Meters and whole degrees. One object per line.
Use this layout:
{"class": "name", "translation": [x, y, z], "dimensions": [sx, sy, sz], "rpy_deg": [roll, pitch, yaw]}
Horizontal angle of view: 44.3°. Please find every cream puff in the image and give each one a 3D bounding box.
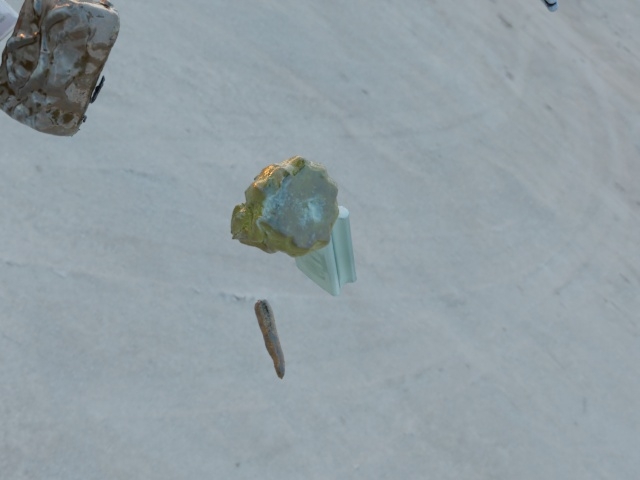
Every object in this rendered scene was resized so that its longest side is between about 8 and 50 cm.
{"class": "cream puff", "translation": [-0.053, -0.042, 1.084], "dimensions": [0.146, 0.116, 0.146], "rpy_deg": [2, 87, -40]}

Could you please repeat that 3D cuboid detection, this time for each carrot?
{"class": "carrot", "translation": [-0.097, 0.193, 1.550], "dimensions": [0.036, 0.036, 0.165], "rpy_deg": [-1, 71, -53]}

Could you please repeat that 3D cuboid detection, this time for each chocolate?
{"class": "chocolate", "translation": [-0.394, -0.271, 1.153], "dimensions": [0.148, 0.214, 0.093], "rpy_deg": [28, 11, 27]}

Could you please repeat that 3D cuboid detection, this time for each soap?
{"class": "soap", "translation": [0.000, 0.000, 1.428], "dimensions": [0.119, 0.198, 0.066], "rpy_deg": [36, 64, 30]}

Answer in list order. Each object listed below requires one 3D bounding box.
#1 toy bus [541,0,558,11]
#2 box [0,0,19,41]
{"class": "toy bus", "translation": [0.227, -0.434, 0.973], "dimensions": [0.232, 0.197, 0.294], "rpy_deg": [50, 24, -39]}
{"class": "box", "translation": [-0.633, -0.367, 1.215], "dimensions": [0.251, 0.203, 0.106], "rpy_deg": [47, -19, -26]}
